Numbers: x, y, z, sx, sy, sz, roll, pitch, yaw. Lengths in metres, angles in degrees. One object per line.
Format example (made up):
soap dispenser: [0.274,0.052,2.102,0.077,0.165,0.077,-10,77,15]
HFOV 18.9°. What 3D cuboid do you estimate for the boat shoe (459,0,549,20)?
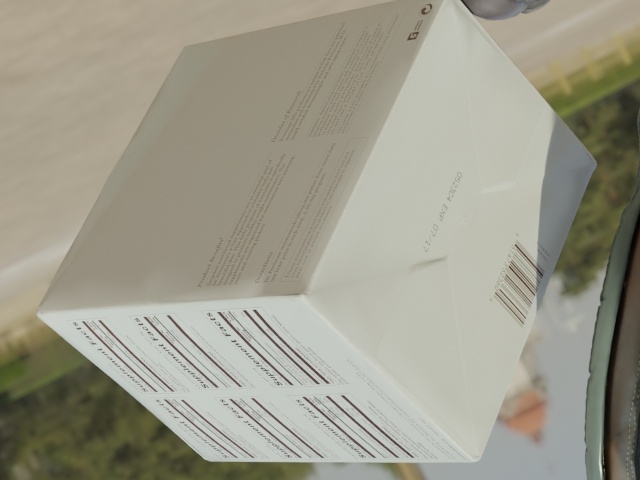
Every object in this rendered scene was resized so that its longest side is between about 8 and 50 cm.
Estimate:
boat shoe: [0.116,-0.196,1.070,0.092,0.103,0.285,-37,-165,22]

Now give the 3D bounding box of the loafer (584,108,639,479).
loafer: [0.192,0.007,0.947,0.084,0.267,0.096,6,165,25]

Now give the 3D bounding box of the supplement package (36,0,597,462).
supplement package: [0.000,0.000,1.015,0.203,0.149,0.194,-6,-131,45]
